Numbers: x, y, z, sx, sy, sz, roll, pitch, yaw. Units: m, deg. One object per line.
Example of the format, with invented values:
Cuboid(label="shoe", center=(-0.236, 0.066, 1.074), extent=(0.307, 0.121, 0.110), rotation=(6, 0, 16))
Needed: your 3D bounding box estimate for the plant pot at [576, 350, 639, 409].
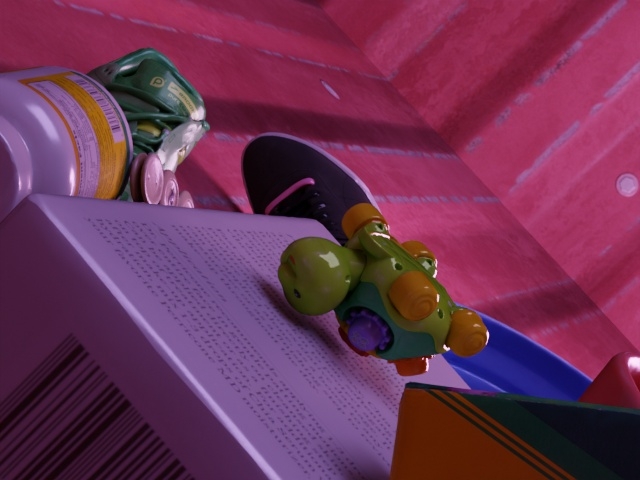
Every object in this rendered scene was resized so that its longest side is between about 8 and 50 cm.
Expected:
Cuboid(label="plant pot", center=(0.186, 0.244, 1.181), extent=(0.275, 0.243, 0.275), rotation=(43, 13, -13))

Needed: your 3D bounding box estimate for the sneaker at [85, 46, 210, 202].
Cuboid(label="sneaker", center=(-0.151, -0.078, 1.510), extent=(0.109, 0.123, 0.295), rotation=(41, 14, -22))

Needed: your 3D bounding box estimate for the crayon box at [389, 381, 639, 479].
Cuboid(label="crayon box", center=(0.106, 0.217, 0.947), extent=(0.165, 0.279, 0.081), rotation=(6, -9, 17))

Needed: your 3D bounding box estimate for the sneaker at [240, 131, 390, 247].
Cuboid(label="sneaker", center=(0.000, 0.000, 1.799), extent=(0.296, 0.104, 0.147), rotation=(56, 10, 24))

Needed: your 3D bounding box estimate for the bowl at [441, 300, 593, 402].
Cuboid(label="bowl", center=(0.158, 0.191, 1.594), extent=(0.391, 0.077, 0.391), rotation=(29, 22, -13))

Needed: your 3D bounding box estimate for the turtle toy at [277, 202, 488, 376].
Cuboid(label="turtle toy", center=(0.030, 0.030, 1.137), extent=(0.130, 0.066, 0.095), rotation=(35, 14, -40))

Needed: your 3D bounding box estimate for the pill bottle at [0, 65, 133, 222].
Cuboid(label="pill bottle", center=(-0.200, -0.049, 1.269), extent=(0.117, 0.117, 0.208), rotation=(46, 12, 1))

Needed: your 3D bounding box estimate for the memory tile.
Cuboid(label="memory tile", center=(-0.108, 0.011, 1.395), extent=(0.148, 0.012, 0.113), rotation=(52, 43, -65))

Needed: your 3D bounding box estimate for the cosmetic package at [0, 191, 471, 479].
Cuboid(label="cosmetic package", center=(-0.051, 0.112, 1.139), extent=(0.230, 0.161, 0.453), rotation=(48, 13, 13))
